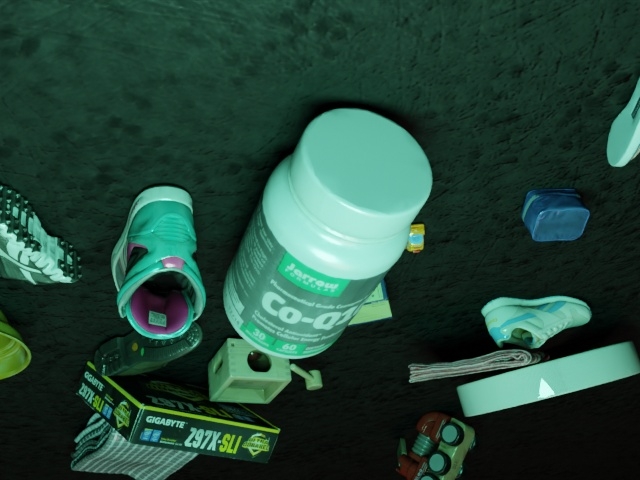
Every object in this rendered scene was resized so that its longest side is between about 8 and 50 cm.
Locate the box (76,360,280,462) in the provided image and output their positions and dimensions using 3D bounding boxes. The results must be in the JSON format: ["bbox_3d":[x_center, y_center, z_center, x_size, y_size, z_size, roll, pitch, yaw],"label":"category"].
[{"bbox_3d":[-0.279,0.338,1.490,0.322,0.079,0.257,23,178,-39],"label":"box"}]

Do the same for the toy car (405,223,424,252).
[{"bbox_3d":[0.117,0.000,1.224,0.122,0.040,0.060,2,146,-17],"label":"toy car"}]

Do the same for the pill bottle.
[{"bbox_3d":[0.000,0.000,1.046,0.204,0.204,0.361,4,145,-19],"label":"pill bottle"}]

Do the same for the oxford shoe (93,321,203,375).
[{"bbox_3d":[-0.303,0.197,1.406,0.227,0.082,0.096,-18,159,24],"label":"oxford shoe"}]

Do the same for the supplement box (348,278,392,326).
[{"bbox_3d":[0.081,0.106,1.365,0.083,0.056,0.083,-12,148,5],"label":"supplement box"}]

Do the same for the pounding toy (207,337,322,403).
[{"bbox_3d":[-0.097,0.248,1.506,0.206,0.094,0.181,8,144,-25],"label":"pounding toy"}]

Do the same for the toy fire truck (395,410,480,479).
[{"bbox_3d":[0.281,0.557,2.031,0.246,0.217,0.159,20,173,45],"label":"toy fire truck"}]

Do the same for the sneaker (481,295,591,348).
[{"bbox_3d":[0.438,0.168,1.514,0.229,0.092,0.087,-2,145,-13],"label":"sneaker"}]

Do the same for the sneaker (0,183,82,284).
[{"bbox_3d":[-0.436,0.005,1.065,0.106,0.078,0.234,-15,149,5],"label":"sneaker"}]

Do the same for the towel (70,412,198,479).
[{"bbox_3d":[-0.424,0.469,1.747,0.235,0.121,0.284,15,141,-31],"label":"towel"}]

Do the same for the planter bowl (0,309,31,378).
[{"bbox_3d":[-0.587,0.151,1.242,0.217,0.090,0.217,-7,148,-4],"label":"planter bowl"}]

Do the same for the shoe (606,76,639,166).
[{"bbox_3d":[0.458,-0.166,1.027,0.081,0.063,0.178,0,142,-5],"label":"shoe"}]

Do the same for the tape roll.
[{"bbox_3d":[0.489,0.300,1.638,0.392,0.071,0.392,-14,167,-3],"label":"tape roll"}]

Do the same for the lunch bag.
[{"bbox_3d":[0.372,-0.044,1.197,0.099,0.065,0.067,-1,131,-10],"label":"lunch bag"}]

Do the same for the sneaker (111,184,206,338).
[{"bbox_3d":[-0.244,0.074,1.123,0.124,0.178,0.295,4,146,-19],"label":"sneaker"}]

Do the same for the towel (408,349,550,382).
[{"bbox_3d":[0.336,0.252,1.558,0.237,0.037,0.329,-12,168,21],"label":"towel"}]
